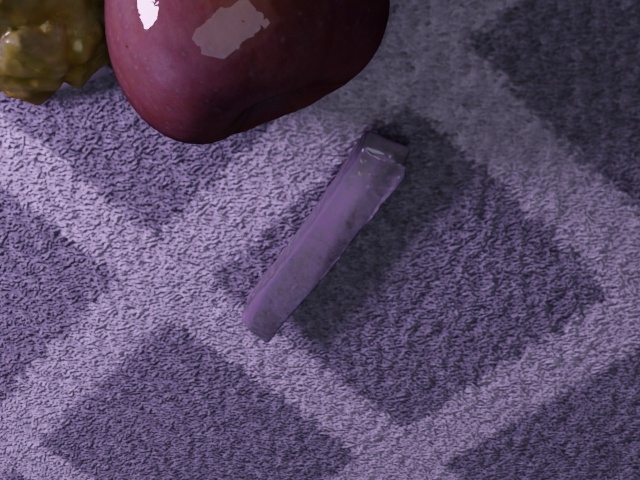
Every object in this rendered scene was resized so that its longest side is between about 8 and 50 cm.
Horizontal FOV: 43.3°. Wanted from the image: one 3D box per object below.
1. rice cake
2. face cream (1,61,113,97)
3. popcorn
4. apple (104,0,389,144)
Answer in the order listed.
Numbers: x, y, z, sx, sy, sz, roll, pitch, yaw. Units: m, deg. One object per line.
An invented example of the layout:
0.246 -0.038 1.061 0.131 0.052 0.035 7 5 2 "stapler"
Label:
0.000 0.000 1.087 0.073 0.056 0.365 27 121 -15 "rice cake"
-0.347 -0.220 1.008 0.182 0.051 0.072 -8 121 12 "face cream"
-0.326 -0.294 0.848 0.252 0.215 0.286 -17 107 56 "popcorn"
-0.083 -0.243 0.825 0.306 0.306 0.234 -25 91 22 "apple"
